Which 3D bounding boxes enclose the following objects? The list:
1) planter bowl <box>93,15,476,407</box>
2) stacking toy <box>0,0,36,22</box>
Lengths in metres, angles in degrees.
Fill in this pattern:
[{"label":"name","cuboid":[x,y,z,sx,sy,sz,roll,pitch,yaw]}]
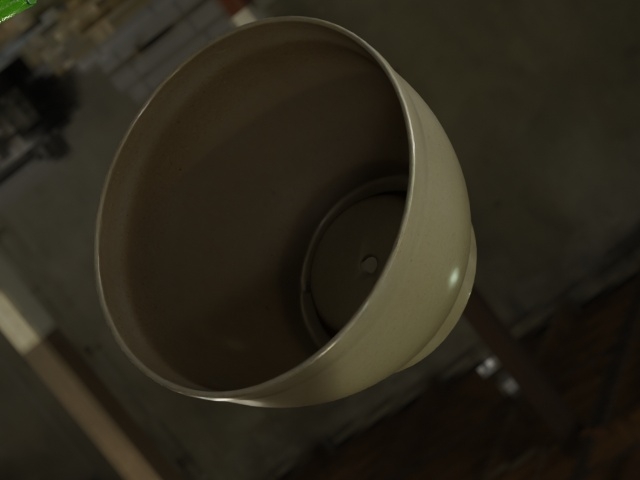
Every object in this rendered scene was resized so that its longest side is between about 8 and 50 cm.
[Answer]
[{"label":"planter bowl","cuboid":[0.000,0.000,0.765,0.162,0.162,0.109,-35,145,22]},{"label":"stacking toy","cuboid":[-0.047,-0.193,0.561,0.167,0.221,0.052,-22,157,31]}]
